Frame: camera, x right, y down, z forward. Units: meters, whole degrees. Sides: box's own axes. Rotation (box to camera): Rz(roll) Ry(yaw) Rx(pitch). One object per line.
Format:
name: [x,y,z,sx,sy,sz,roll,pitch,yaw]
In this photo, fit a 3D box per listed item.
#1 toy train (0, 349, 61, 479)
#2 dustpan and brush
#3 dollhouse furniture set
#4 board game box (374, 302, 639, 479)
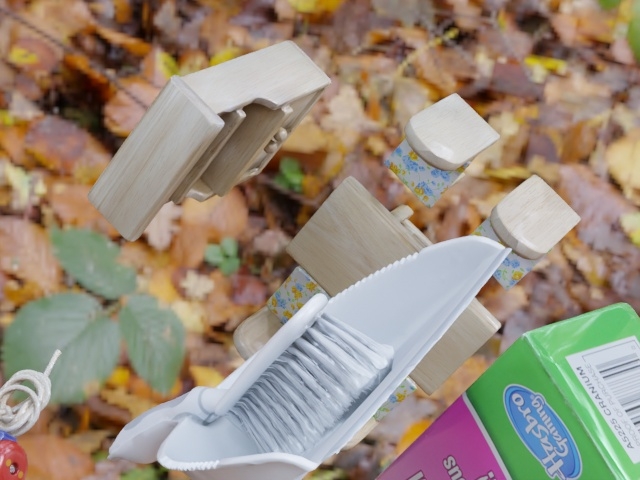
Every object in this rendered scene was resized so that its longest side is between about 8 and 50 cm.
toy train: [-0.294,0.135,0.974,0.105,0.143,0.248,2,47,29]
dustpan and brush: [-0.030,0.067,0.529,0.060,0.211,0.147,46,47,1]
dollhouse furniture set: [0.000,0.000,0.830,0.242,0.212,0.161,45,32,7]
board game box: [0.080,0.214,0.529,0.064,0.316,0.242,-10,59,-39]
